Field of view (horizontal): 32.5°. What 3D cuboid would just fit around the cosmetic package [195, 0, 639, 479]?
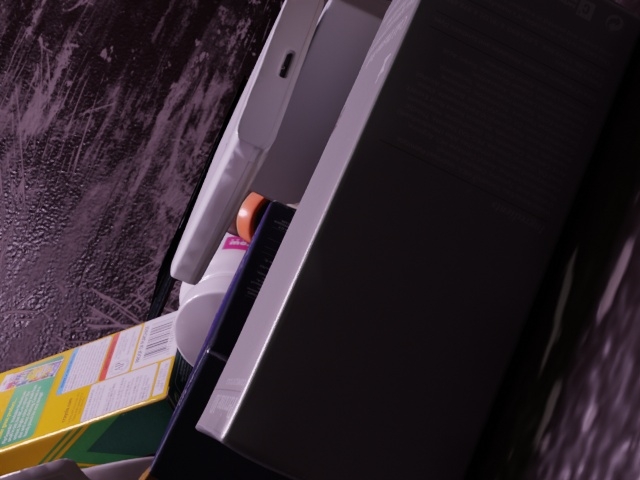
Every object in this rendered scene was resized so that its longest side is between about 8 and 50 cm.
[{"bbox_3d":[0.039,-0.001,0.488,0.238,0.107,0.127,-63,6,-13],"label":"cosmetic package"}]

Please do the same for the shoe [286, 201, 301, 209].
[{"bbox_3d":[0.000,0.000,1.068,0.058,0.076,0.219,-46,-10,3],"label":"shoe"}]

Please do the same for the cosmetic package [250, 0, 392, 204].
[{"bbox_3d":[0.031,-0.156,1.241,0.225,0.138,0.224,-83,18,-72],"label":"cosmetic package"}]

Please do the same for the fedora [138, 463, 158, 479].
[{"bbox_3d":[-0.114,0.266,0.903,0.194,0.079,0.194,12,-90,-76],"label":"fedora"}]

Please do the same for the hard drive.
[{"bbox_3d":[-0.083,-0.102,1.164,0.307,0.040,0.203,125,166,-58],"label":"hard drive"}]

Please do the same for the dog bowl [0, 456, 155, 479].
[{"bbox_3d":[-0.293,0.339,1.356,0.349,0.348,0.102,124,132,-65],"label":"dog bowl"}]

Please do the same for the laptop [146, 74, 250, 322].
[{"bbox_3d":[-0.095,-0.044,1.802,0.408,0.236,0.382,-100,33,-71],"label":"laptop"}]

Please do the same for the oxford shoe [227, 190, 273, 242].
[{"bbox_3d":[-0.046,-0.085,1.507,0.271,0.098,0.097,-32,-49,-46],"label":"oxford shoe"}]

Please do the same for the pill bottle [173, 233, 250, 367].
[{"bbox_3d":[-0.101,0.058,1.505,0.283,0.160,0.160,-75,10,-62],"label":"pill bottle"}]

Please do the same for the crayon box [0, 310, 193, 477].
[{"bbox_3d":[-0.316,0.223,1.479,0.322,0.083,0.203,-19,27,12],"label":"crayon box"}]

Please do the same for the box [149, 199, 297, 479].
[{"bbox_3d":[-0.041,0.095,0.893,0.207,0.108,0.153,-71,7,-55],"label":"box"}]

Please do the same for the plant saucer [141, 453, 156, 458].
[{"bbox_3d":[-0.303,0.387,1.642,0.084,0.332,0.332,13,75,41],"label":"plant saucer"}]

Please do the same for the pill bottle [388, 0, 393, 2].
[{"bbox_3d":[0.112,-0.398,1.672,0.219,0.122,0.123,-69,6,-45],"label":"pill bottle"}]
